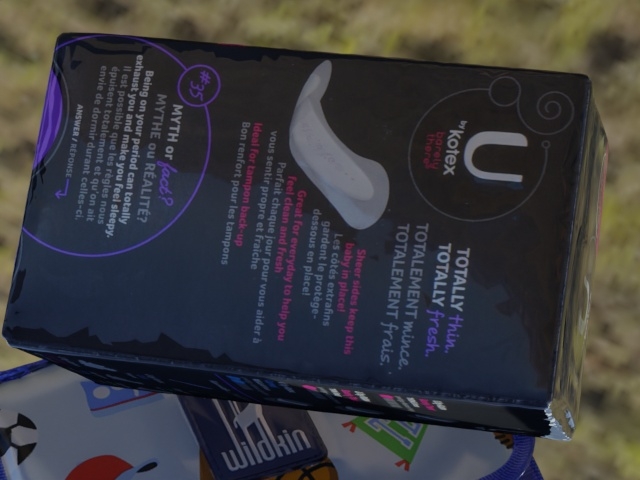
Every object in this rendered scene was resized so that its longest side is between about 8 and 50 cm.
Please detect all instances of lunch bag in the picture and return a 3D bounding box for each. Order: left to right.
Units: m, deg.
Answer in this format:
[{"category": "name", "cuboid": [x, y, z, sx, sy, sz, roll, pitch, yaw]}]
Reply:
[{"category": "lunch bag", "cuboid": [-0.019, 0.224, 1.163, 0.327, 0.386, 0.239, -17, 171, -17]}]

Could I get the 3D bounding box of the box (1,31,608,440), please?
[{"category": "box", "cuboid": [0.000, 0.000, 0.983, 0.270, 0.165, 0.143, 6, 169, 14]}]
